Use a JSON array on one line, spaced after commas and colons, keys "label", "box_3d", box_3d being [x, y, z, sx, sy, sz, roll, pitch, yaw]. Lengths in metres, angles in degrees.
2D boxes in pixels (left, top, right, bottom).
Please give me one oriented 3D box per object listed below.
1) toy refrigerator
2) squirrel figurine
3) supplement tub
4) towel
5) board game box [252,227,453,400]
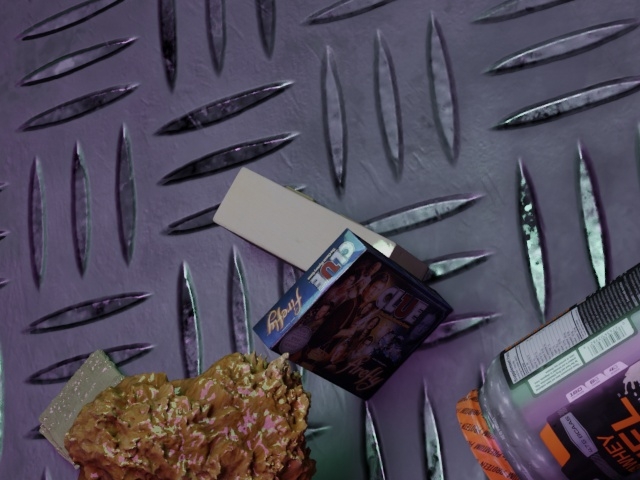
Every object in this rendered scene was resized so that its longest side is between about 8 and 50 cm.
[{"label": "toy refrigerator", "box_3d": [0.000, 0.000, 2.082, 0.269, 0.102, 0.094, 27, 87, 34]}, {"label": "squirrel figurine", "box_3d": [-0.103, 0.330, 1.848, 0.370, 0.281, 0.397, 12, 120, 31]}, {"label": "supplement tub", "box_3d": [0.322, 0.161, 1.787, 0.316, 0.193, 0.193, -35, 59, 15]}, {"label": "towel", "box_3d": [-0.323, 0.234, 2.224, 0.110, 0.027, 0.148, 40, 95, 35]}, {"label": "board game box", "box_3d": [0.044, 0.094, 1.936, 0.165, 0.243, 0.042, -47, 55, 7]}]
